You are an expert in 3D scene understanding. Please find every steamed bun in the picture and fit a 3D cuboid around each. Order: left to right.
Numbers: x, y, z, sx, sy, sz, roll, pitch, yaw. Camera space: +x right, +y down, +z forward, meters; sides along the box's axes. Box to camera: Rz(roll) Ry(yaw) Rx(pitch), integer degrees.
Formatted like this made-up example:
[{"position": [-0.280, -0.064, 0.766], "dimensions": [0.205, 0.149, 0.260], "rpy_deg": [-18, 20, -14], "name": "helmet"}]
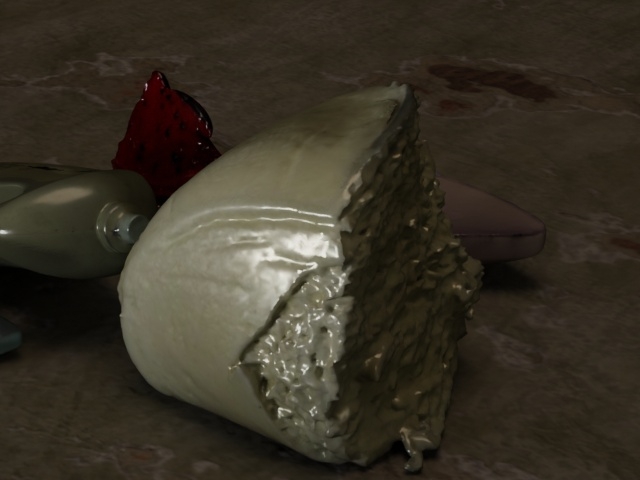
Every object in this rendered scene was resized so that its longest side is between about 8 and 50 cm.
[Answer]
[{"position": [0.000, 0.000, 1.594], "dimensions": [0.274, 0.272, 0.290], "rpy_deg": [14, 21, 17], "name": "steamed bun"}]

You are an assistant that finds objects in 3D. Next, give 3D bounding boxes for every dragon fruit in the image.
[{"position": [-0.108, -0.084, 1.943], "dimensions": [0.092, 0.122, 0.192], "rpy_deg": [7, 16, -41], "name": "dragon fruit"}]

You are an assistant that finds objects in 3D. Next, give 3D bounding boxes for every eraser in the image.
[{"position": [0.094, -0.010, 1.892], "dimensions": [0.243, 0.059, 0.204], "rpy_deg": [11, 23, 17], "name": "eraser"}]

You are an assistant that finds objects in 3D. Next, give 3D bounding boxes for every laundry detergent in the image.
[{"position": [-0.233, -0.017, 1.694], "dimensions": [0.181, 0.091, 0.253], "rpy_deg": [-5, 8, -41], "name": "laundry detergent"}]

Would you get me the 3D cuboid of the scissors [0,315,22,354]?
[{"position": [-0.431, 0.067, 1.610], "dimensions": [0.360, 0.029, 0.191], "rpy_deg": [-2, 26, -19], "name": "scissors"}]
